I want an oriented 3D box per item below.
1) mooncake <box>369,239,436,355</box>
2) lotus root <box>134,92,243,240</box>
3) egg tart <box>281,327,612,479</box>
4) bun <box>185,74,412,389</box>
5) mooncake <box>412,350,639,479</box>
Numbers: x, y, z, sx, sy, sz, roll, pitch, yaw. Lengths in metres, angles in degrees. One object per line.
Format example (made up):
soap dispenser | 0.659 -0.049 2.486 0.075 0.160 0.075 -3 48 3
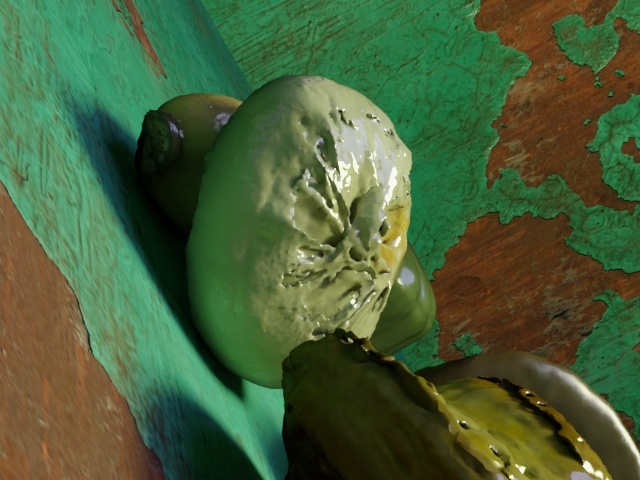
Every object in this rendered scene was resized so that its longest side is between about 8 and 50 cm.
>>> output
mooncake | 0.035 0.019 2.164 0.351 0.187 0.351 62 2 -3
lotus root | -0.085 -0.055 1.445 0.303 0.131 0.146 45 62 -66
egg tart | 0.121 0.248 1.093 0.443 0.178 0.443 54 -19 28
bun | 0.000 0.000 1.330 0.146 0.287 0.287 14 -23 28
mooncake | 0.154 0.251 1.389 0.290 0.290 0.161 62 -15 -1
